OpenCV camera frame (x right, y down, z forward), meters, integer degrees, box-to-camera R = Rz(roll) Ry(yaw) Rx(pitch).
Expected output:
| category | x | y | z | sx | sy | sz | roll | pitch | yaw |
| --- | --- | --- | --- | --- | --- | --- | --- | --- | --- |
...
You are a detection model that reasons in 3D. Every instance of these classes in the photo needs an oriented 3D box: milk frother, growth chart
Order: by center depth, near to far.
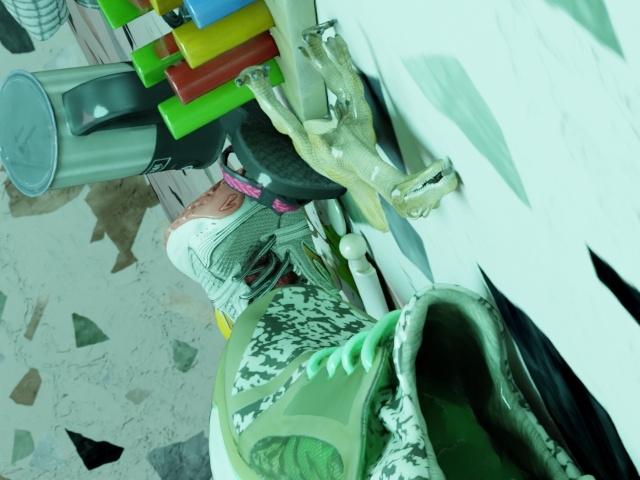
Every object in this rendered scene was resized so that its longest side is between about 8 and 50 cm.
| category | x | y | z | sx | sy | sz | roll | pitch | yaw |
| --- | --- | --- | --- | --- | --- | --- | --- | --- | --- |
| growth chart | 0.000 | 0.000 | 1.220 | 0.237 | 0.021 | 0.172 | 51 | 167 | 54 |
| milk frother | -0.141 | -0.116 | 1.246 | 0.129 | 0.135 | 0.143 | -48 | 61 | 47 |

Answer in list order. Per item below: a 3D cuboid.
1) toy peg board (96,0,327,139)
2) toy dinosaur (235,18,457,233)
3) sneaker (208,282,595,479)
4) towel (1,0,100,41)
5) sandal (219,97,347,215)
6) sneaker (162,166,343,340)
| category | x | y | z | sx | sy | sz | roll | pitch | yaw |
| --- | --- | --- | --- | --- | --- | --- | --- | --- | --- |
| toy peg board | -0.072 | -0.136 | 0.927 | 0.161 | 0.079 | 0.160 | 59 | 173 | 17 |
| toy dinosaur | 0.005 | -0.045 | 0.833 | 0.092 | 0.053 | 0.183 | 61 | 174 | -13 |
| sneaker | 0.055 | 0.090 | 0.886 | 0.410 | 0.158 | 0.182 | -126 | 41 | -60 |
| towel | -0.257 | -0.321 | 1.437 | 0.283 | 0.121 | 0.235 | 58 | 175 | 12 |
| sandal | -0.027 | -0.042 | 1.033 | 0.067 | 0.040 | 0.179 | 22 | -170 | -15 |
| sneaker | -0.023 | 0.029 | 1.132 | 0.092 | 0.088 | 0.225 | 48 | 174 | 30 |
